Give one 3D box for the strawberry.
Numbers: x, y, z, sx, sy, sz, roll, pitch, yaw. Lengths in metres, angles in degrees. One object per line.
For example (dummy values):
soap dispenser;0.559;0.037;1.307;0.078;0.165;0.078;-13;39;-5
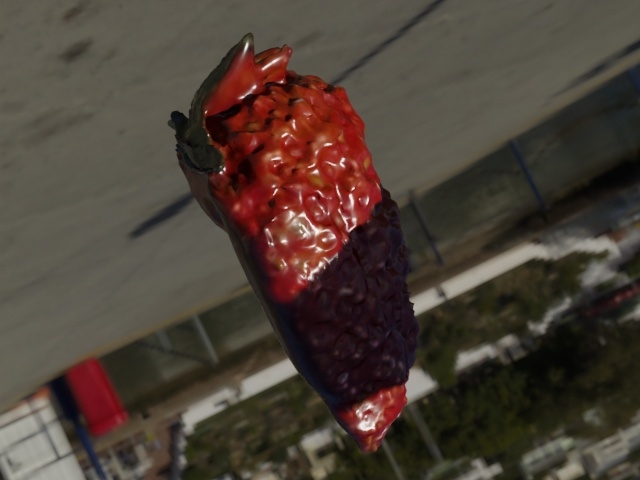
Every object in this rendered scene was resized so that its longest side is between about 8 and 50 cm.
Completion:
strawberry;0.004;0.005;0.705;0.098;0.228;0.174;-29;179;-5
